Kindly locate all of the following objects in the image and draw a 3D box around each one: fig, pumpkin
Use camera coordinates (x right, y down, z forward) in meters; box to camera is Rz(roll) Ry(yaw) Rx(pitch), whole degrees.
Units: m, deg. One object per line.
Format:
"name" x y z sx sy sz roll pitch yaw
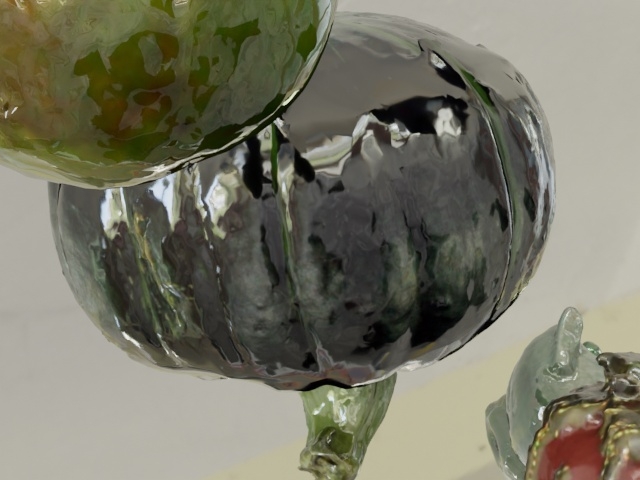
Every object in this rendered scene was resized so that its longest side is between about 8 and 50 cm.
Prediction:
"fig" -0.068 -0.126 0.428 0.167 0.233 0.167 9 -35 6
"pumpkin" 0.000 0.000 0.809 0.296 0.296 0.296 -27 -29 -17

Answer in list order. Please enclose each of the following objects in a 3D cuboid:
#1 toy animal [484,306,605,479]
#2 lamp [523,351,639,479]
"toy animal" 0.193 0.167 1.153 0.127 0.125 0.251 -20 -28 -23
"lamp" 0.178 0.197 0.701 0.177 0.177 0.274 12 -92 -54
